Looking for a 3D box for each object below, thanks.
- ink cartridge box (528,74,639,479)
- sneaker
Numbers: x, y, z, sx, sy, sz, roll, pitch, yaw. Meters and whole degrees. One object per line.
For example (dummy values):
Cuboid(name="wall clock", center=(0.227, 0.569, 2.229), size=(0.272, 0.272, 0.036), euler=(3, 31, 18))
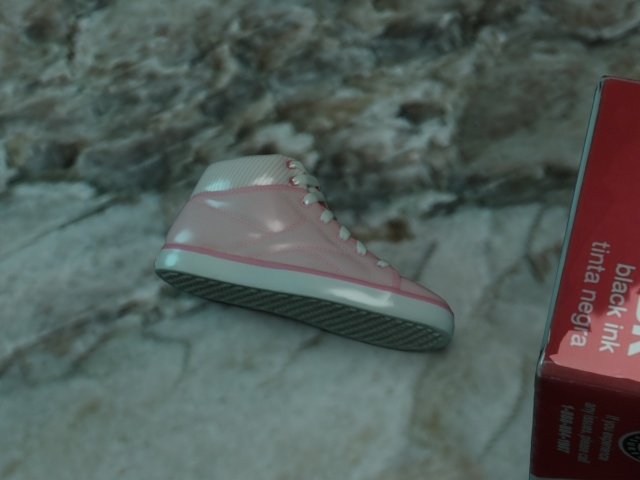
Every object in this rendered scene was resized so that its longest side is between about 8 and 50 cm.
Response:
Cuboid(name="ink cartridge box", center=(0.217, 0.059, 0.561), size=(0.273, 0.197, 0.114), euler=(10, 65, 11))
Cuboid(name="sneaker", center=(0.000, 0.000, 0.696), size=(0.134, 0.051, 0.070), euler=(14, 70, 17))
